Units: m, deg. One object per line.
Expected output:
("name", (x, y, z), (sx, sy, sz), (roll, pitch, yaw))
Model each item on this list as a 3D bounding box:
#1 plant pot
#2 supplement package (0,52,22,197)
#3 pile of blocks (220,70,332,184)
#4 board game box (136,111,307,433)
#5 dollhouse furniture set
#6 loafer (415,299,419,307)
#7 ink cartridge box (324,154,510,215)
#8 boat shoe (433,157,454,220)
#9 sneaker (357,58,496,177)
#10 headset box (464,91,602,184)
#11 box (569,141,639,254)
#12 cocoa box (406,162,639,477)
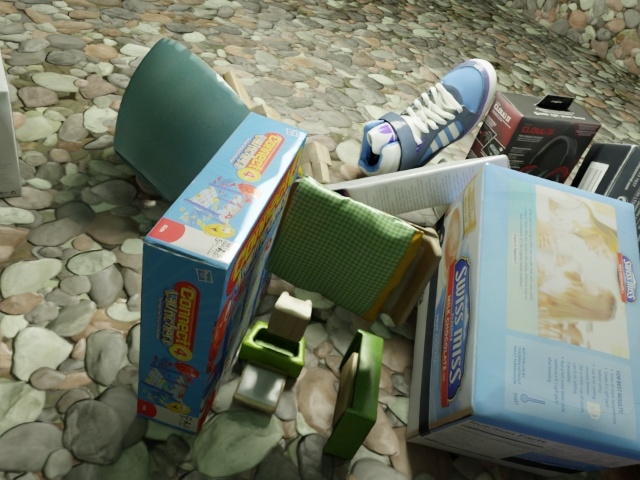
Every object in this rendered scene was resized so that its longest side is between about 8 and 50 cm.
("plant pot", (-0.254, -0.184, 0.974), (0.290, 0.290, 0.195), (38, 78, 23))
("supplement package", (-0.604, -0.186, 0.863), (0.194, 0.203, 0.149), (-8, 46, -29))
("pile of blocks", (-0.119, -0.217, 1.176), (0.362, 0.149, 0.112), (42, 12, 17))
("board game box", (-0.125, 0.036, 0.706), (0.086, 0.302, 0.308), (19, 39, 2))
("dollhouse furniture set", (0.006, 0.104, 0.674), (0.197, 0.302, 0.151), (20, 36, -1))
("loafer", (0.248, 0.083, 0.955), (0.319, 0.112, 0.111), (30, 33, 5))
("ink cartridge box", (0.122, -0.087, 0.970), (0.330, 0.071, 0.324), (-12, 7, -2))
("boat shoe", (0.318, -0.058, 1.142), (0.091, 0.109, 0.305), (4, 47, -17))
("sneaker", (0.212, -0.251, 1.160), (0.236, 0.323, 0.130), (-17, 68, -44))
("headset box", (0.459, -0.196, 1.206), (0.218, 0.293, 0.110), (1, 42, -21))
("box", (0.741, -0.033, 1.115), (0.395, 0.212, 0.293), (24, 15, 8))
("cocoa box", (0.275, 0.114, 0.740), (0.231, 0.228, 0.347), (14, 61, -4))
